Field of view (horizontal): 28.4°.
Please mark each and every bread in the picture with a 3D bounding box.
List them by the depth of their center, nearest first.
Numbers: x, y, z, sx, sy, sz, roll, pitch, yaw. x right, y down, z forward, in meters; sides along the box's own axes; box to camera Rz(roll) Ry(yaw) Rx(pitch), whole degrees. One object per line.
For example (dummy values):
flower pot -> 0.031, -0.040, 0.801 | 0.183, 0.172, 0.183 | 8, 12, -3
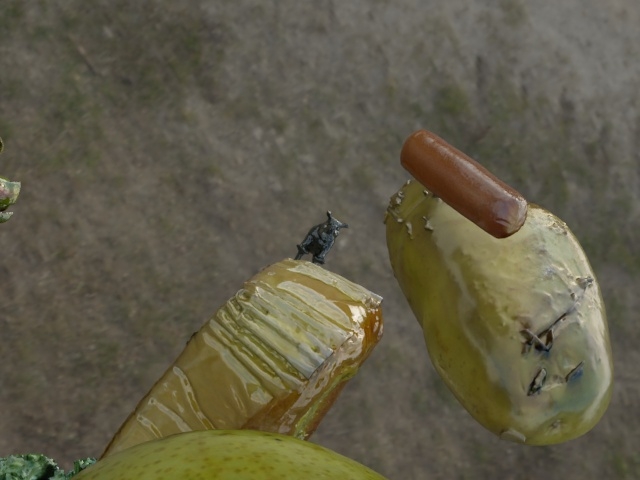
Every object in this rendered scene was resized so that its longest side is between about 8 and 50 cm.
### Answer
bread -> -0.070, 0.141, 1.016 | 0.119, 0.288, 0.152 | 41, 25, 6

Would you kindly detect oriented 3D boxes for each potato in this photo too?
potato -> 0.159, 0.045, 1.135 | 0.173, 0.140, 0.300 | -9, 48, -17

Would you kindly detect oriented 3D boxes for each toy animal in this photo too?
toy animal -> 0.000, 0.000, 1.766 | 0.047, 0.135, 0.065 | 34, 65, 1

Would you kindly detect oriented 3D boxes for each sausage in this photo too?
sausage -> 0.113, -0.044, 0.994 | 0.041, 0.039, 0.131 | 18, 19, -45

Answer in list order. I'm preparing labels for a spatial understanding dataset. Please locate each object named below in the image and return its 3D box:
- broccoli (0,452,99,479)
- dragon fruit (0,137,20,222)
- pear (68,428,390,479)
broccoli -> -0.290, 0.327, 1.273 | 0.269, 0.261, 0.241 | 40, -3, 21
dragon fruit -> -0.234, -0.041, 0.758 | 0.081, 0.086, 0.116 | 47, -1, 35
pear -> -0.048, 0.249, 0.709 | 0.304, 0.304, 0.303 | 17, 63, -38
